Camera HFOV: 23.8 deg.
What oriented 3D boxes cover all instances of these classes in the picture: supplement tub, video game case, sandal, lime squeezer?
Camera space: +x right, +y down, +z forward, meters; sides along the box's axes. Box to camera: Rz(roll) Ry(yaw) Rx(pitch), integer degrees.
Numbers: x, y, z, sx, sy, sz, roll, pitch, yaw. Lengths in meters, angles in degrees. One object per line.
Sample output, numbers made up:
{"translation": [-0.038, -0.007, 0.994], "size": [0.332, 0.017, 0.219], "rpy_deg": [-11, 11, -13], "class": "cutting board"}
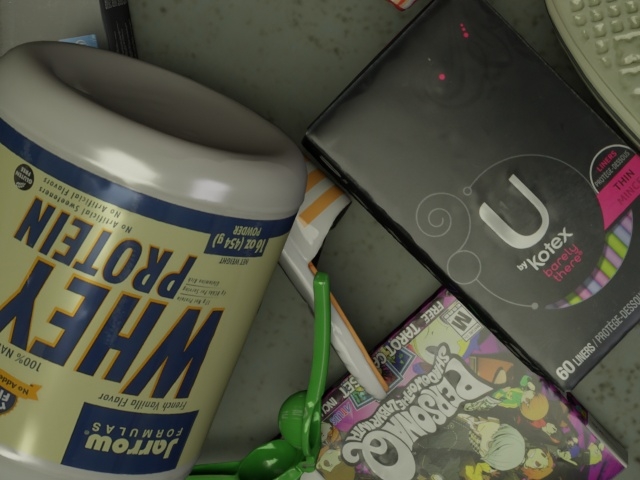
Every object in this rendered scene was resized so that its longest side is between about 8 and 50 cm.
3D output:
{"translation": [-0.168, 0.045, 1.090], "size": [0.235, 0.235, 0.325], "rpy_deg": [23, 106, 3], "class": "supplement tub"}
{"translation": [0.100, 0.180, 1.266], "size": [0.232, 0.042, 0.210], "rpy_deg": [-43, 92, 15], "class": "video game case"}
{"translation": [0.000, 0.001, 1.217], "size": [0.076, 0.102, 0.265], "rpy_deg": [-32, 90, -3], "class": "sandal"}
{"translation": [-0.041, 0.144, 1.221], "size": [0.110, 0.059, 0.310], "rpy_deg": [45, 126, 3], "class": "lime squeezer"}

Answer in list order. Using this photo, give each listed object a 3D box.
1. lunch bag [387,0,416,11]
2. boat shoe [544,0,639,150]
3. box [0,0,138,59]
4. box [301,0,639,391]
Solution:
{"translation": [-0.004, -0.295, 1.065], "size": [0.293, 0.258, 0.120], "rpy_deg": [46, 109, -4], "class": "lunch bag"}
{"translation": [0.363, -0.062, 1.109], "size": [0.500, 0.156, 0.187], "rpy_deg": [40, 84, 11], "class": "boat shoe"}
{"translation": [-0.306, -0.120, 1.237], "size": [0.318, 0.097, 0.395], "rpy_deg": [-7, 102, 7], "class": "box"}
{"translation": [0.135, -0.040, 1.144], "size": [0.270, 0.143, 0.165], "rpy_deg": [44, 90, -2], "class": "box"}
